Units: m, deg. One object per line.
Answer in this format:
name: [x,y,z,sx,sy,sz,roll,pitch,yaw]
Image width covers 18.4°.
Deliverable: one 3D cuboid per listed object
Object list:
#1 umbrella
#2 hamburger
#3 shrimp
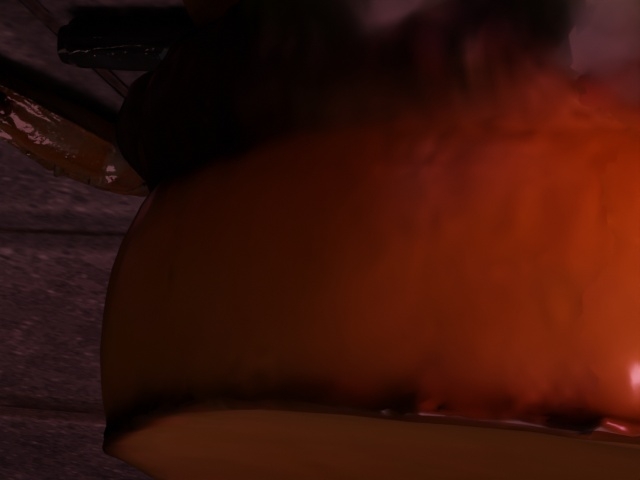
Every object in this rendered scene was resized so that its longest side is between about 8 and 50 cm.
umbrella: [-0.074,-0.100,1.021,0.133,0.031,0.036,4,158,22]
hamburger: [0.112,-0.022,0.760,0.396,0.277,0.396,10,165,3]
shrimp: [-0.166,-0.068,1.171,0.099,0.041,0.180,14,169,41]
